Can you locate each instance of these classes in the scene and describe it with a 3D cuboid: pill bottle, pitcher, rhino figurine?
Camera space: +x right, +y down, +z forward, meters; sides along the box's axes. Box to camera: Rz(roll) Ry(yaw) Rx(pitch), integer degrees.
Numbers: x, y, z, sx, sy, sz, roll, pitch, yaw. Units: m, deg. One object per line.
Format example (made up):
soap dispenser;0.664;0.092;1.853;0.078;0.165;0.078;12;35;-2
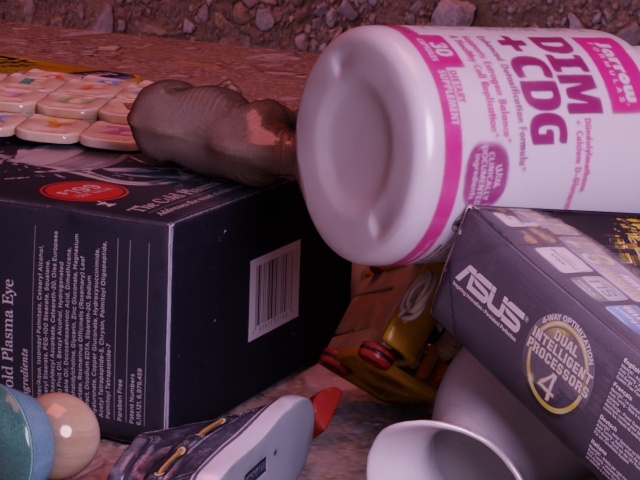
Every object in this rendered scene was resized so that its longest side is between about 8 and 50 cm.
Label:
pill bottle;0.140;-0.069;1.204;0.283;0.160;0.160;-4;14;-32
pitcher;0.152;0.139;1.164;0.178;0.125;0.207;29;32;17
rhino figurine;-0.050;-0.077;1.341;0.243;0.073;0.106;17;15;37

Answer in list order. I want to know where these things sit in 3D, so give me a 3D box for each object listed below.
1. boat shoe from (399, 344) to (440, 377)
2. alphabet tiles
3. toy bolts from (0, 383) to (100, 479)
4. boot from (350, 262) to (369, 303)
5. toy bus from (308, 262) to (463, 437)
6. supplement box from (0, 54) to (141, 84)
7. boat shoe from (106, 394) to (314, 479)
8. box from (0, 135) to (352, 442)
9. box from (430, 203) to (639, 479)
boat shoe;0.075;0.099;1.451;0.133;0.049;0.042;19;52;25
alphabet tiles;-0.220;-0.127;1.584;0.284;0.021;0.278;6;15;5
toy bolts;-0.251;0.082;1.171;0.158;0.218;0.228;-3;31;-47
boot;-0.010;0.021;1.601;0.213;0.165;0.077;-37;-14;14
toy bus;0.079;0.071;1.312;0.104;0.191;0.202;31;31;-11
supplement box;-0.390;-0.097;1.861;0.356;0.195;0.194;12;16;33
boat shoe;-0.071;0.144;1.175;0.083;0.065;0.183;9;16;22
box;-0.179;0.018;1.445;0.312;0.179;0.343;8;14;23
box;0.302;0.110;1.055;0.318;0.097;0.395;0;29;-33
